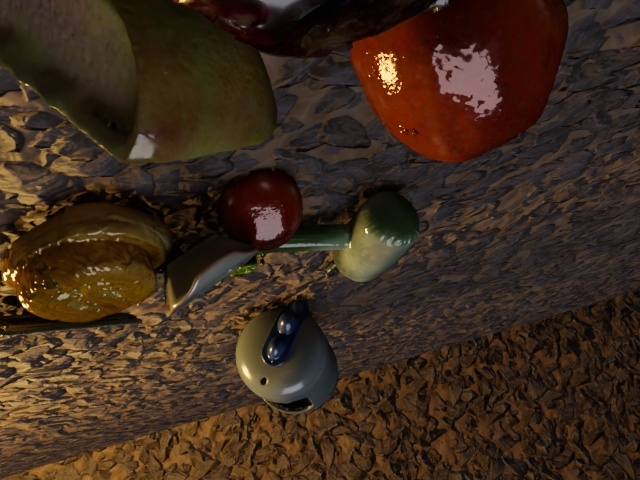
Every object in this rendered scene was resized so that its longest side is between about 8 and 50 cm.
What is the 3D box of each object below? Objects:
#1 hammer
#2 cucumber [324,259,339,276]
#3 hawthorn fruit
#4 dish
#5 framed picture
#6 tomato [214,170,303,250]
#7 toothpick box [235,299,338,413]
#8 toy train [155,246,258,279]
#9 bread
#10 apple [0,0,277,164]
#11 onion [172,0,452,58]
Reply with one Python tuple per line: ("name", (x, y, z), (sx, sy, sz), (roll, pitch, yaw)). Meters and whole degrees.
("hammer", (0.000, 0.000, 1.140), (0.335, 0.119, 0.206), (-2, 152, -20))
("cucumber", (0.080, 0.025, 1.346), (0.184, 0.033, 0.036), (-29, 131, 25))
("hawthorn fruit", (0.117, -0.210, 0.603), (0.211, 0.211, 0.299), (-25, 146, 17))
("dish", (-0.184, 0.044, 0.978), (0.154, 0.064, 0.234), (-35, -178, -20))
("framed picture", (-0.451, 0.136, 1.079), (0.217, 0.017, 0.274), (-1, 178, -37))
("tomato", (-0.090, -0.035, 0.992), (0.138, 0.091, 0.159), (-17, 156, -10))
("toothpick box", (-0.082, 0.294, 1.619), (0.262, 0.263, 0.355), (-18, 157, 0))
("toy train", (-0.228, 0.040, 1.115), (0.249, 0.053, 0.085), (0, 158, -37))
("bread", (-0.338, 0.033, 0.920), (0.236, 0.120, 0.198), (-27, 155, 19))
("apple", (-0.141, -0.170, 0.486), (0.193, 0.265, 0.120), (-25, 145, -47))
("onion", (0.006, -0.262, 0.363), (0.313, 0.232, 0.314), (-21, 134, -23))
